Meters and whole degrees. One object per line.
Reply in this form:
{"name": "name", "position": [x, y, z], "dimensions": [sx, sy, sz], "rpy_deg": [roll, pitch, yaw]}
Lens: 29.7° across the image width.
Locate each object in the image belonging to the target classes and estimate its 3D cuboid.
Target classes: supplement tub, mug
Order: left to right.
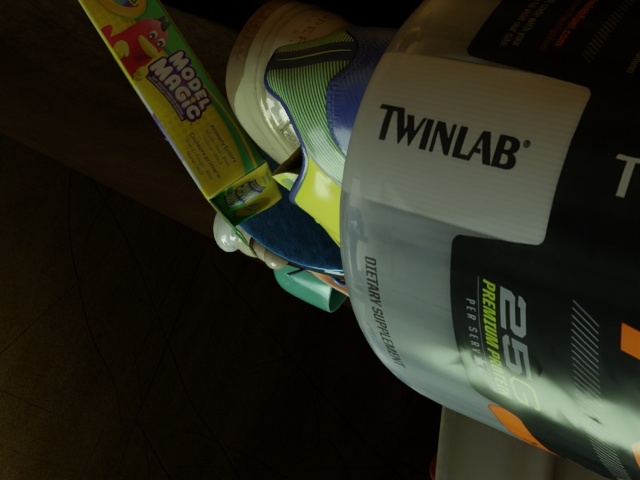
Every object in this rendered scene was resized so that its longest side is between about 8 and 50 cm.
{"name": "mug", "position": [0.002, 0.002, 1.542], "dimensions": [0.097, 0.157, 0.129], "rpy_deg": [24, -162, 15]}
{"name": "supplement tub", "position": [0.187, 0.010, 0.424], "dimensions": [0.338, 0.207, 0.207], "rpy_deg": [19, 171, 45]}

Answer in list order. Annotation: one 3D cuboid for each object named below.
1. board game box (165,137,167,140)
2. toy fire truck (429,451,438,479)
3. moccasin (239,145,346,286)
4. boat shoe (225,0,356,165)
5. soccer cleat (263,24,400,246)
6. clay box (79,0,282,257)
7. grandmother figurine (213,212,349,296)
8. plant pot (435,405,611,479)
{"name": "board game box", "position": [-0.074, -0.096, 1.390], "dimensions": [0.145, 0.027, 0.281], "rpy_deg": [26, 174, -23]}
{"name": "toy fire truck", "position": [0.269, 0.162, 0.946], "dimensions": [0.302, 0.254, 0.169], "rpy_deg": [21, 149, 37]}
{"name": "moccasin", "position": [0.059, 0.001, 1.188], "dimensions": [0.342, 0.137, 0.117], "rpy_deg": [23, 178, 25]}
{"name": "boat shoe", "position": [0.067, -0.042, 0.849], "dimensions": [0.110, 0.121, 0.341], "rpy_deg": [18, 169, 38]}
{"name": "soccer cleat", "position": [0.037, -0.022, 0.732], "dimensions": [0.121, 0.093, 0.289], "rpy_deg": [6, 147, 15]}
{"name": "clay box", "position": [-0.095, -0.096, 0.877], "dimensions": [0.222, 0.053, 0.127], "rpy_deg": [56, 178, 8]}
{"name": "grandmother figurine", "position": [0.004, 0.011, 1.368], "dimensions": [0.342, 0.104, 0.208], "rpy_deg": [19, -172, 40]}
{"name": "plant pot", "position": [0.234, 0.103, 0.747], "dimensions": [0.280, 0.323, 0.323], "rpy_deg": [7, 169, 15]}
